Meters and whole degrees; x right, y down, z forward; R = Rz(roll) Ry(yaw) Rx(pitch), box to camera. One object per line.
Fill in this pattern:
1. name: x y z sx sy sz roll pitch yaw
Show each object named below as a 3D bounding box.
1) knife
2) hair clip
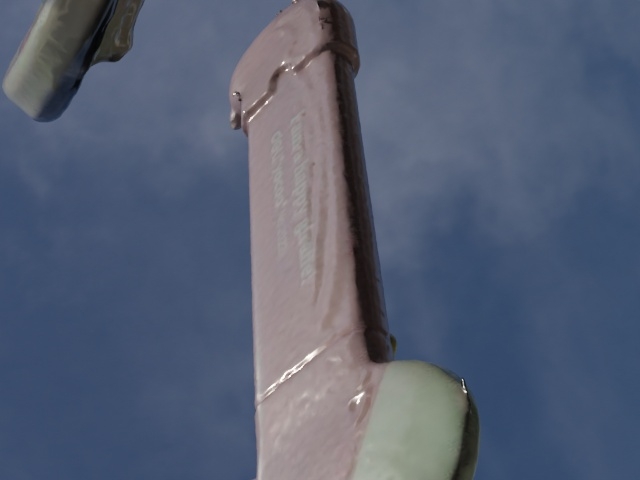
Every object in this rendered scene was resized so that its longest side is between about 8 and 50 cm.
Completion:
1. knife: 0.001 0.000 0.623 0.038 0.132 0.398 37 -153 -30
2. hair clip: -0.056 -0.108 0.440 0.054 0.220 0.140 26 -65 -13
